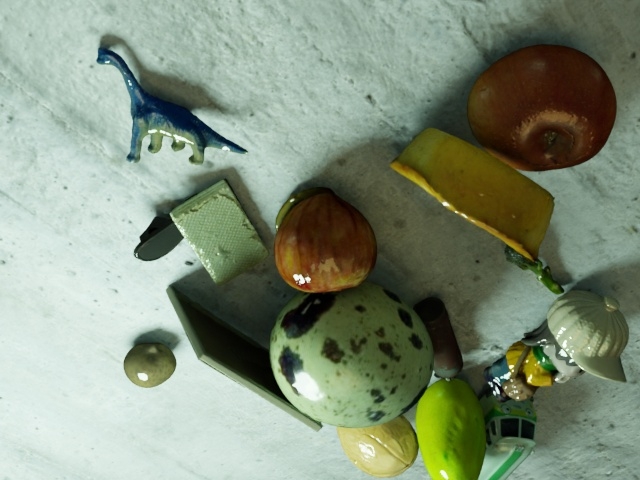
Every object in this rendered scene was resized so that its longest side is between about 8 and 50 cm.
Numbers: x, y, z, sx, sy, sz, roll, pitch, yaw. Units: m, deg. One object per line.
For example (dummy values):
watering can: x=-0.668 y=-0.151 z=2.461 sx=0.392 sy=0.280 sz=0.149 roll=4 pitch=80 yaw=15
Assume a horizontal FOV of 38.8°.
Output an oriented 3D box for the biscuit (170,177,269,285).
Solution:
biscuit: x=-0.180 y=-0.011 z=1.657 sx=0.121 sy=0.041 sz=0.199 roll=-31 pitch=134 yaw=-2

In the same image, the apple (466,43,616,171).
apple: x=0.360 y=-0.206 z=1.472 sx=0.234 sy=0.173 sz=0.210 roll=-18 pitch=134 yaw=11

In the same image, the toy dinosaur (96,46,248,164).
toy dinosaur: x=-0.234 y=-0.212 z=1.458 sx=0.247 sy=0.075 sz=0.188 roll=6 pitch=126 yaw=-5

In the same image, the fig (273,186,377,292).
fig: x=0.001 y=0.000 z=1.632 sx=0.205 sy=0.205 sz=0.205 roll=-4 pitch=135 yaw=-4

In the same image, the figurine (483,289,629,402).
figurine: x=0.495 y=0.223 z=1.936 sx=0.332 sy=0.205 sz=0.185 roll=-18 pitch=-178 yaw=40

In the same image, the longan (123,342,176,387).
longan: x=-0.353 y=0.255 z=1.881 sx=0.113 sy=0.092 sz=0.113 roll=-3 pitch=134 yaw=-3

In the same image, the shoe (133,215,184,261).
shoe: x=-0.276 y=-0.025 z=1.652 sx=0.159 sy=0.053 sz=0.062 roll=-38 pitch=143 yaw=0

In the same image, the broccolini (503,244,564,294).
broccolini: x=0.432 y=0.061 z=1.839 sx=0.058 sy=0.067 sz=0.216 roll=-26 pitch=141 yaw=21

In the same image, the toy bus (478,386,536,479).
toy bus: x=0.406 y=0.489 z=2.173 sx=0.133 sy=0.165 sz=0.276 roll=11 pitch=132 yaw=-20

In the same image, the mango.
mango: x=0.295 y=0.441 z=2.034 sx=0.149 sy=0.273 sz=0.185 roll=-15 pitch=144 yaw=21

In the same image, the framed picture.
framed picture: x=-0.152 y=0.232 z=1.789 sx=0.022 sy=0.247 sz=0.335 roll=-47 pitch=127 yaw=5

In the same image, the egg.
egg: x=0.068 y=0.223 z=1.770 sx=0.379 sy=0.288 sz=0.287 roll=24 pitch=127 yaw=-38

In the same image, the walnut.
walnut: x=0.130 y=0.453 z=2.079 sx=0.165 sy=0.197 sz=0.165 roll=-33 pitch=149 yaw=-22

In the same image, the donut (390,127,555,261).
donut: x=0.262 y=-0.087 z=1.505 sx=0.302 sy=0.303 sz=0.110 roll=27 pitch=99 yaw=-30

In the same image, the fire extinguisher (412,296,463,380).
fire extinguisher: x=0.254 y=0.226 z=1.963 sx=0.089 sy=0.072 sz=0.268 roll=12 pitch=145 yaw=31
